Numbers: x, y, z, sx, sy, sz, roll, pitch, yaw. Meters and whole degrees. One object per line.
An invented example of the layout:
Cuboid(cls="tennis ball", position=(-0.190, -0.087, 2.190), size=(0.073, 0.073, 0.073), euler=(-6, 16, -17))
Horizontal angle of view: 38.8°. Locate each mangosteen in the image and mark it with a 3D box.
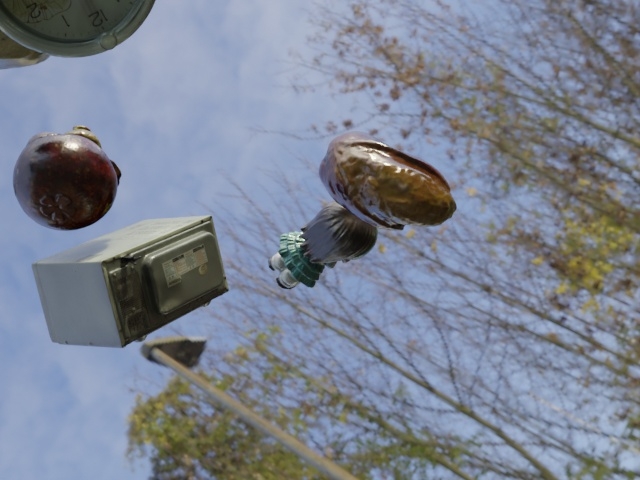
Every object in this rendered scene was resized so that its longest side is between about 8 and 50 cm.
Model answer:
Cuboid(cls="mangosteen", position=(-0.382, -0.096, 1.350), size=(0.145, 0.181, 0.156), euler=(-36, -51, -1))

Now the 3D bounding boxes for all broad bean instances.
Cuboid(cls="broad bean", position=(0.098, -0.083, 1.375), size=(0.122, 0.228, 0.156), euler=(-61, -24, 9))

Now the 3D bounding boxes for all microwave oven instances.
Cuboid(cls="microwave oven", position=(-0.280, 0.061, 1.399), size=(0.240, 0.193, 0.145), euler=(-27, -67, -52))

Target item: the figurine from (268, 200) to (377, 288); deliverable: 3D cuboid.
Cuboid(cls="figurine", position=(0.000, 0.000, 1.706), size=(0.245, 0.138, 0.110), euler=(-34, -13, 35))

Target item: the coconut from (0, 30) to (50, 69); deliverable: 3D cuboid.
Cuboid(cls="coconut", position=(-0.447, -0.351, 1.245), size=(0.224, 0.224, 0.224), euler=(-27, -51, -38))

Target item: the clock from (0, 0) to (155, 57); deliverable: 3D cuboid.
Cuboid(cls="clock", position=(-0.310, -0.345, 1.107), size=(0.236, 0.053, 0.237), euler=(-2, -70, -5))
